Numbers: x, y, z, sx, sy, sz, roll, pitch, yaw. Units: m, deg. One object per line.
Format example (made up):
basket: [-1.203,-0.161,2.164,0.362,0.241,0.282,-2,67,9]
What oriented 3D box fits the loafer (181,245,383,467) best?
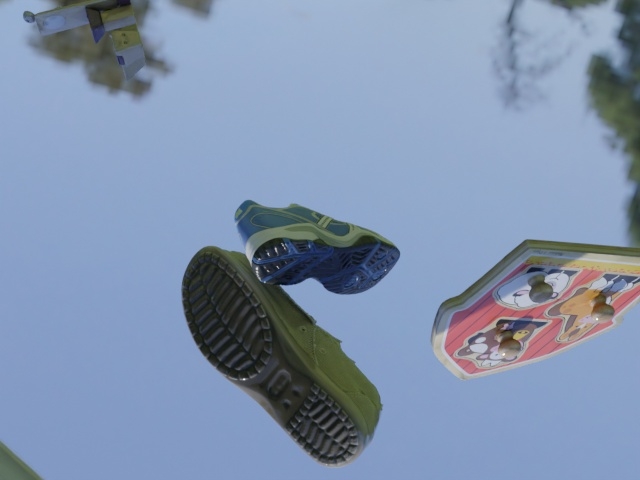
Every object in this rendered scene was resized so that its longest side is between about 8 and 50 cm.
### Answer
loafer: [-0.038,0.114,1.989,0.268,0.102,0.092,51,-152,14]

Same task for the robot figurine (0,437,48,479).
robot figurine: [-0.330,0.233,1.602,0.353,0.200,0.300,51,-163,-38]

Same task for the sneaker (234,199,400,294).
sneaker: [0.000,0.000,1.992,0.211,0.080,0.081,13,-146,-48]

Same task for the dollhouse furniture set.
dollhouse furniture set: [-0.177,-0.142,1.511,0.081,0.114,0.091,-15,-119,-4]

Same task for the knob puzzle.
knob puzzle: [0.174,0.067,1.581,0.213,0.213,0.030,5,-126,-38]
